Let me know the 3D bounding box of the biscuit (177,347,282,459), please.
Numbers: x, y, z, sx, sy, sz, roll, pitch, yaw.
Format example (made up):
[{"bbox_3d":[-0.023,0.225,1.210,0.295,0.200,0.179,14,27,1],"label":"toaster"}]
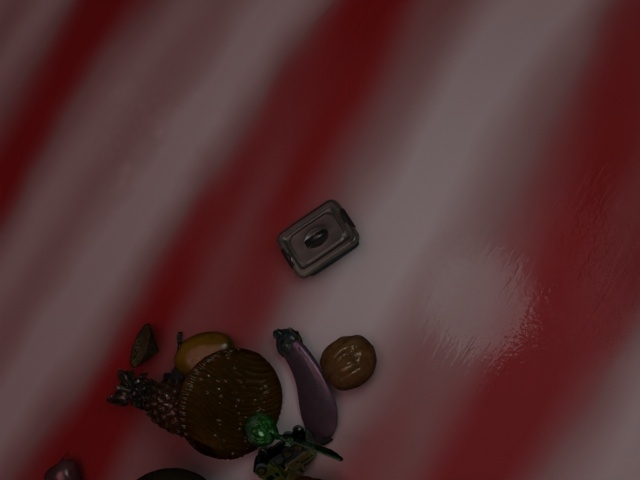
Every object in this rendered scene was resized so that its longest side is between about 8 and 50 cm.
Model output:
[{"bbox_3d":[-0.252,0.466,1.782,0.040,0.318,0.318,-3,73,60],"label":"biscuit"}]

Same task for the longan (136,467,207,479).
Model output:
[{"bbox_3d":[-0.433,0.812,1.716,0.361,0.361,0.361,-3,78,15],"label":"longan"}]

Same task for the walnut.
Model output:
[{"bbox_3d":[0.081,0.346,1.771,0.167,0.149,0.166,-16,43,16],"label":"walnut"}]

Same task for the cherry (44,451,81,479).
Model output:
[{"bbox_3d":[-0.806,0.745,1.960,0.126,0.087,0.106,33,93,22],"label":"cherry"}]

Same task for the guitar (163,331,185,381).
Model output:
[{"bbox_3d":[-0.456,0.405,1.966,0.088,0.025,0.233,2,79,13],"label":"guitar"}]

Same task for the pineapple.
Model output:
[{"bbox_3d":[-0.485,0.484,1.869,0.361,0.175,0.175,3,79,21],"label":"pineapple"}]

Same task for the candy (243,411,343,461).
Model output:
[{"bbox_3d":[-0.076,0.541,1.684,0.323,0.097,0.097,6,80,34],"label":"candy"}]

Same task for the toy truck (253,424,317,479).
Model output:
[{"bbox_3d":[-0.089,0.623,1.780,0.191,0.085,0.116,-35,106,10],"label":"toy truck"}]

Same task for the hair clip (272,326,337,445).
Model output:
[{"bbox_3d":[-0.034,0.416,1.818,0.110,0.095,0.358,-19,76,-7],"label":"hair clip"}]

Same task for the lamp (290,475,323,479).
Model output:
[{"bbox_3d":[-0.043,0.754,1.686,0.223,0.196,0.223,0,89,-21],"label":"lamp"}]

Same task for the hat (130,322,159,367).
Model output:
[{"bbox_3d":[-0.545,0.343,1.991,0.146,0.067,0.146,-37,40,40],"label":"hat"}]

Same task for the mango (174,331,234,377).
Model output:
[{"bbox_3d":[-0.353,0.352,1.915,0.195,0.098,0.137,-17,72,4],"label":"mango"}]

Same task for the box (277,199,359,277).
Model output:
[{"bbox_3d":[0.000,0.000,1.871,0.227,0.130,0.162,-35,72,7],"label":"box"}]
